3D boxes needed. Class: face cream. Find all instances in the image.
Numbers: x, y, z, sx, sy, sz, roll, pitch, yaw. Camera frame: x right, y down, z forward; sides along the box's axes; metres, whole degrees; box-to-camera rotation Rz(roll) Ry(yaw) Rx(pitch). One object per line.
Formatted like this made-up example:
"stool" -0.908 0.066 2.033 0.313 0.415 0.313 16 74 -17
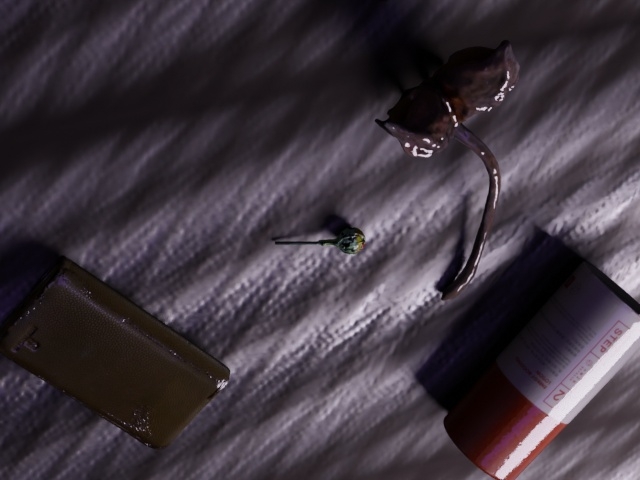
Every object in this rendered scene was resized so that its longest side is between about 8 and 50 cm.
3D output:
"face cream" 0.223 0.130 1.159 0.096 0.096 0.214 33 105 -26

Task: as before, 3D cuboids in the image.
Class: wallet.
"wallet" -0.189 0.107 1.079 0.198 0.031 0.110 38 103 -27

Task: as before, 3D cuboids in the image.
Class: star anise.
"star anise" 0.125 -0.044 1.028 0.218 0.148 0.227 -18 116 45

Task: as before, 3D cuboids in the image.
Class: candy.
"candy" 0.000 0.000 1.082 0.083 0.025 0.023 1 73 -6
